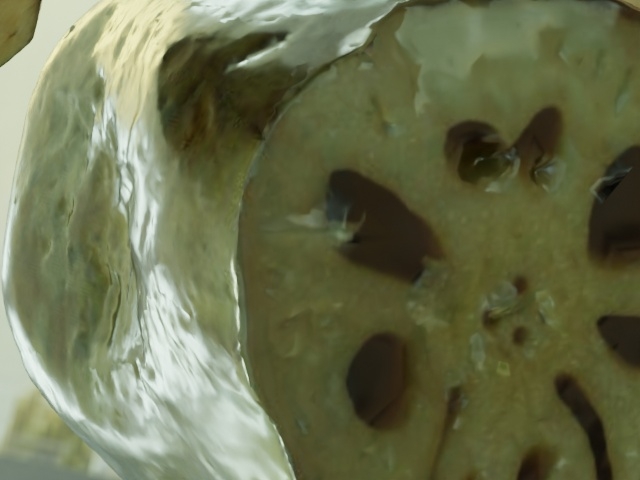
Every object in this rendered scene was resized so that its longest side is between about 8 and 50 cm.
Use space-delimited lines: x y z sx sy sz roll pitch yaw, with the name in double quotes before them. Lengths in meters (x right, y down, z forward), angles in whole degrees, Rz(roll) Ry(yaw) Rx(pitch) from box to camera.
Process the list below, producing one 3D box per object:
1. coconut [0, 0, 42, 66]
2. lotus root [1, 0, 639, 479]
"coconut" -0.189 -0.138 0.581 0.259 0.259 0.259 -167 90 -84
"lotus root" 0.000 0.000 0.715 0.346 0.250 0.250 9 86 62
